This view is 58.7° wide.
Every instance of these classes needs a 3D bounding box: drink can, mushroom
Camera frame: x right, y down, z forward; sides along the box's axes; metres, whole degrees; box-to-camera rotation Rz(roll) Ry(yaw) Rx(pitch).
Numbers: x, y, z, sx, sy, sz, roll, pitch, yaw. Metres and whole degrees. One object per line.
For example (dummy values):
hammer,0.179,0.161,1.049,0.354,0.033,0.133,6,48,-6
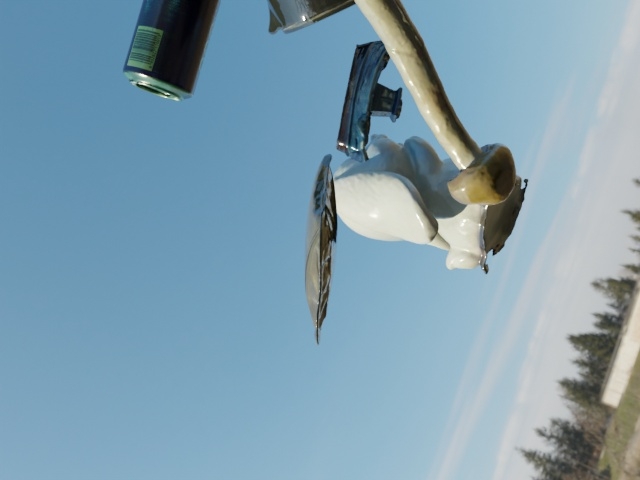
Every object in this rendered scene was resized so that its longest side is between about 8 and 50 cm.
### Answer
drink can,-0.235,-0.336,0.913,0.118,0.118,0.205,14,-85,-59
mushroom,0.002,-0.109,0.261,0.306,0.043,0.068,34,-133,-32

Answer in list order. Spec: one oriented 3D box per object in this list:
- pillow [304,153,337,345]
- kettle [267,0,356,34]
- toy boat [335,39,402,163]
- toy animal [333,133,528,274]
pillow,0.001,0.000,0.577,0.218,0.033,0.130,-88,0,-64
kettle,-0.004,-0.457,0.724,0.262,0.203,0.308,-30,-69,-11
toy boat,0.056,-0.148,0.597,0.060,0.060,0.137,96,-176,-79
toy animal,0.164,-0.056,0.872,0.249,0.289,0.174,18,-91,-38
